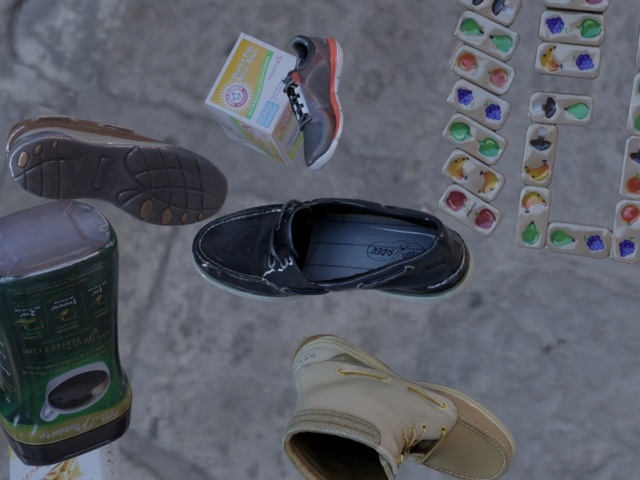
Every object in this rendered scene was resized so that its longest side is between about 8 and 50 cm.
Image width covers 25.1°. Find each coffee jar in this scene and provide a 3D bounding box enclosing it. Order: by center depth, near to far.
[{"bbox_3d":[-0.183,0.068,0.989,0.079,0.096,0.184,46,145,43],"label":"coffee jar"}]

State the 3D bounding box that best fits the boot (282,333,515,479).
[{"bbox_3d":[0.083,0.212,1.470,0.095,0.262,0.203,-57,8,20],"label":"boot"}]

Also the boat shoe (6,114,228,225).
[{"bbox_3d":[-0.278,-0.109,1.979,0.123,0.324,0.116,-63,33,19],"label":"boat shoe"}]

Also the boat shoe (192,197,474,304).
[{"bbox_3d":[0.000,0.004,1.639,0.340,0.113,0.127,9,68,21],"label":"boat shoe"}]

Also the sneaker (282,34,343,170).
[{"bbox_3d":[-0.016,-0.149,1.540,0.061,0.065,0.157,-34,49,52],"label":"sneaker"}]

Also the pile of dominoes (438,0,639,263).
[{"bbox_3d":[0.207,-0.111,1.295,0.196,0.040,0.251,7,98,10],"label":"pile of dominoes"}]

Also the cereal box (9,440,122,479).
[{"bbox_3d":[-0.340,0.317,1.909,0.173,0.047,0.240,-38,38,18],"label":"cereal box"}]

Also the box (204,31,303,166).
[{"bbox_3d":[-0.074,-0.191,1.982,0.103,0.203,0.114,26,84,10],"label":"box"}]
